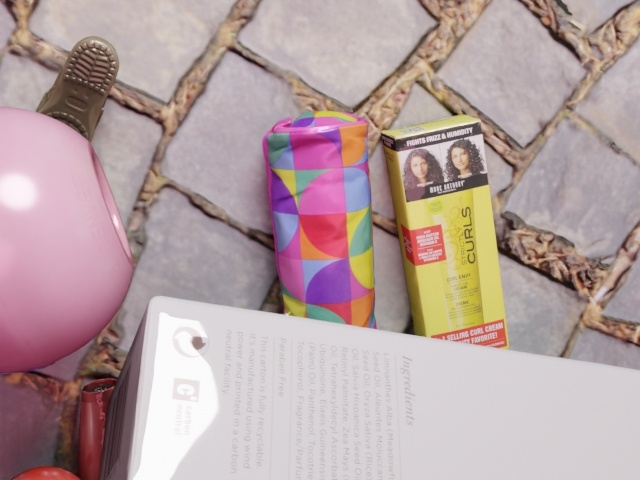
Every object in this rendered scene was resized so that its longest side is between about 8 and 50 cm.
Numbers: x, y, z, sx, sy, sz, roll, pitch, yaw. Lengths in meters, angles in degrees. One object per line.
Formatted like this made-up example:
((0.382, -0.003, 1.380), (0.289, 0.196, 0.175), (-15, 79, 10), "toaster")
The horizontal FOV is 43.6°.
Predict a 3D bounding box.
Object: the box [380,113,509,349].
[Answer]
((0.122, 0.001, 0.774), (0.088, 0.058, 0.232), (-12, 107, -6), "box")

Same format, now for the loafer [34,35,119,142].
((-0.216, -0.115, 0.701), (0.056, 0.050, 0.148), (32, 114, -18), "loafer")

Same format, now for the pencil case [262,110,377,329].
((0.000, 0.000, 0.738), (0.105, 0.104, 0.236), (-4, 105, -7), "pencil case")

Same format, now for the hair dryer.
((-0.137, 0.244, 0.814), (0.293, 0.080, 0.223), (44, 78, -21), "hair dryer")

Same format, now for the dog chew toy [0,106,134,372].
((-0.320, 0.025, 0.610), (0.332, 0.206, 0.206), (-18, 107, -8), "dog chew toy")

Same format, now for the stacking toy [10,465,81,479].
((-0.328, 0.337, 0.747), (0.141, 0.141, 0.330), (41, 102, -16), "stacking toy")

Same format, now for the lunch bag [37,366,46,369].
((-0.287, 0.089, 0.737), (0.099, 0.067, 0.065), (-4, 106, -8), "lunch bag")

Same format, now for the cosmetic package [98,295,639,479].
((0.051, 0.196, 0.690), (0.454, 0.161, 0.230), (10, 148, -17), "cosmetic package")
